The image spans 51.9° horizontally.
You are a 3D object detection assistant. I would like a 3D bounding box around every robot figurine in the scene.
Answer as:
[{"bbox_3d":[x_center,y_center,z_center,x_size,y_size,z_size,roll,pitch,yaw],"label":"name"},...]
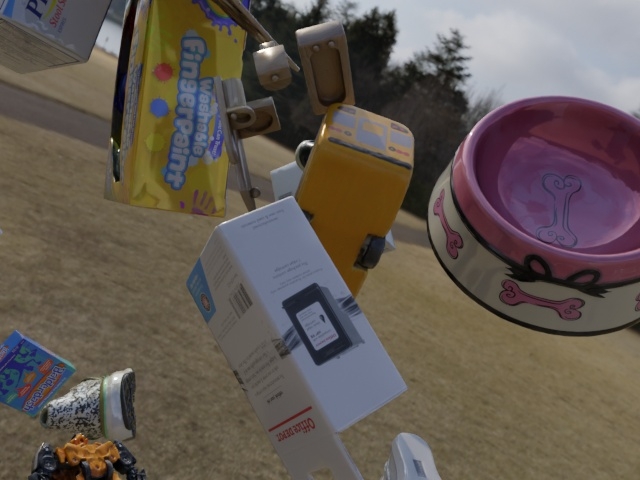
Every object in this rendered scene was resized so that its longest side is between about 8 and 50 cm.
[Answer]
[{"bbox_3d":[-0.339,0.429,0.999,0.211,0.085,0.291,21,28,-52],"label":"robot figurine"}]

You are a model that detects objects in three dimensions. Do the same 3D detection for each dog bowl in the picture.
[{"bbox_3d":[0.380,-0.063,1.037,0.408,0.408,0.150,32,-30,20],"label":"dog bowl"}]

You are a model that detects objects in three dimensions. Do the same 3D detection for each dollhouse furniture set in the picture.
[{"bbox_3d":[-0.030,-0.130,0.723,0.144,0.151,0.123,74,3,-61],"label":"dollhouse furniture set"}]

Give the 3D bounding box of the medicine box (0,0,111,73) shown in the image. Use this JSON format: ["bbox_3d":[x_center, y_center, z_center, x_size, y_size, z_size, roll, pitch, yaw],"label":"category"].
[{"bbox_3d":[-0.471,-0.437,1.106,0.289,0.263,0.149,10,-12,44],"label":"medicine box"}]

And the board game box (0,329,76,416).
[{"bbox_3d":[-0.743,0.338,1.654,0.047,0.160,0.210,31,-16,35],"label":"board game box"}]

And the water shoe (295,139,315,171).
[{"bbox_3d":[0.047,-0.110,1.172,0.203,0.073,0.080,25,-6,-28],"label":"water shoe"}]

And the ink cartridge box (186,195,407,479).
[{"bbox_3d":[-0.014,0.076,0.436,0.060,0.104,0.180,-24,78,-31],"label":"ink cartridge box"}]

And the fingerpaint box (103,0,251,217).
[{"bbox_3d":[-0.267,-0.276,1.166,0.163,0.444,0.371,6,3,-25],"label":"fingerpaint box"}]

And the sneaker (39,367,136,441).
[{"bbox_3d":[-0.473,0.337,1.345,0.182,0.158,0.410,0,-17,-17],"label":"sneaker"}]

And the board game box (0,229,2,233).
[{"bbox_3d":[-0.957,-0.005,1.621,0.144,0.275,0.142,62,29,-24],"label":"board game box"}]

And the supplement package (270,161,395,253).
[{"bbox_3d":[0.035,-0.070,1.616,0.263,0.198,0.199,36,38,-60],"label":"supplement package"}]

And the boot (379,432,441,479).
[{"bbox_3d":[0.154,0.454,1.126,0.095,0.123,0.258,17,18,-3],"label":"boot"}]

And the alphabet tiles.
[{"bbox_3d":[-0.143,-0.329,0.867,0.237,0.009,0.198,45,6,28],"label":"alphabet tiles"}]

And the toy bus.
[{"bbox_3d":[0.000,0.016,0.789,0.108,0.332,0.130,18,37,-6],"label":"toy bus"}]
